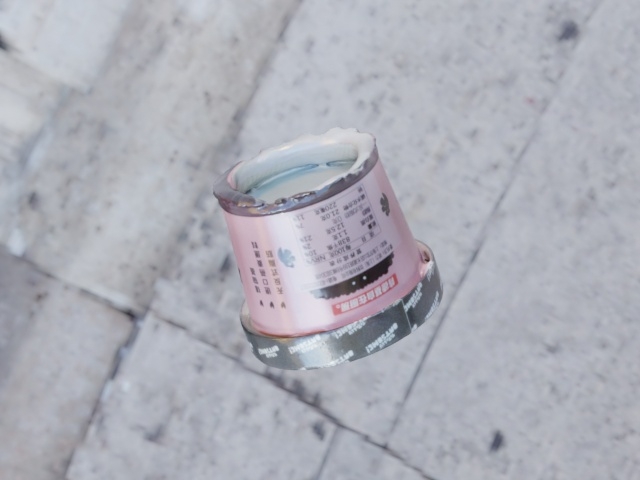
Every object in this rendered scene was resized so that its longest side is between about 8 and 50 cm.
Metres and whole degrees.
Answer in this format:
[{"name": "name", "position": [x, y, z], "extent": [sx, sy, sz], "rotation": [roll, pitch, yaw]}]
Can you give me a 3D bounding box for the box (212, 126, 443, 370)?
[{"name": "box", "position": [0.000, 0.000, 1.210], "extent": [0.151, 0.135, 0.151], "rotation": [-16, 25, 7]}]
